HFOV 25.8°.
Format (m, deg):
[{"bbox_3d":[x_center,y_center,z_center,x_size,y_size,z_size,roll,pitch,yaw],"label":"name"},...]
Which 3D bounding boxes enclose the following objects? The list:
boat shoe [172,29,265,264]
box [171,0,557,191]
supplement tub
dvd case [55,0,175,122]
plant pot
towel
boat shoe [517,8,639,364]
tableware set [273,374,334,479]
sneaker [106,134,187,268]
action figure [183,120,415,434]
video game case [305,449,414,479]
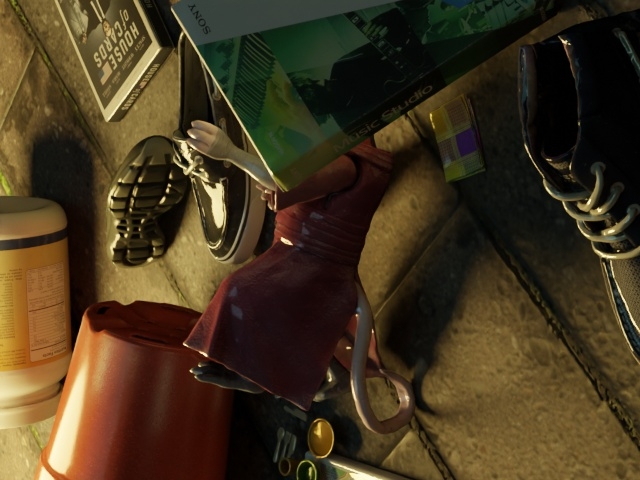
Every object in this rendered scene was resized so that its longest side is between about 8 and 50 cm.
[{"bbox_3d":[-0.135,-0.115,1.722,0.108,0.102,0.301,16,108,47],"label":"boat shoe"},{"bbox_3d":[0.038,-0.229,1.390,0.322,0.058,0.232,-34,65,5],"label":"box"},{"bbox_3d":[-0.486,0.102,2.078,0.228,0.228,0.316,12,106,48],"label":"supplement tub"},{"bbox_3d":[-0.291,-0.310,1.929,0.179,0.029,0.239,-45,63,45],"label":"dvd case"},{"bbox_3d":[-0.225,0.229,1.791,0.272,0.272,0.265,23,106,45],"label":"plant pot"},{"bbox_3d":[0.143,-0.107,1.470,0.060,0.009,0.083,-19,82,49],"label":"towel"},{"bbox_3d":[0.256,-0.033,1.236,0.127,0.158,0.340,-12,87,50],"label":"boat shoe"},{"bbox_3d":[-0.020,0.217,1.685,0.104,0.024,0.154,23,102,47],"label":"tableware set"},{"bbox_3d":[-0.245,-0.067,1.841,0.267,0.101,0.106,118,142,-54],"label":"sneaker"},{"bbox_3d":[0.000,0.000,1.493,0.276,0.248,0.370,24,102,22],"label":"action figure"},{"bbox_3d":[0.063,0.367,1.638,0.227,0.026,0.206,9,104,48],"label":"video game case"}]
